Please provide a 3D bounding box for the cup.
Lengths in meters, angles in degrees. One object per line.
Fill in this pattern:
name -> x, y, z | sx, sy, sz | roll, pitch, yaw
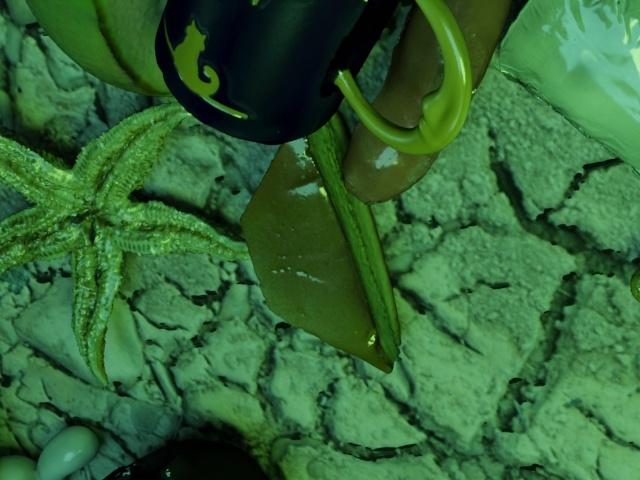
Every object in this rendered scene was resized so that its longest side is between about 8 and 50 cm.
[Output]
cup -> -0.012, -0.171, 1.266 | 0.178, 0.255, 0.256 | 0, 146, -22

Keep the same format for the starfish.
starfish -> -0.211, -0.011, 1.587 | 0.358, 0.078, 0.347 | 14, 123, 10

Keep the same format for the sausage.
sausage -> 0.097, -0.159, 1.341 | 0.087, 0.079, 0.326 | 5, 129, -19

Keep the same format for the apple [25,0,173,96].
apple -> -0.205, -0.242, 1.417 | 0.193, 0.120, 0.265 | 27, 137, 29

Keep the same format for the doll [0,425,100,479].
doll -> -0.407, 0.287, 1.810 | 0.159, 0.242, 0.311 | 54, 135, 35

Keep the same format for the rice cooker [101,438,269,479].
rice cooker -> -0.137, 0.328, 1.640 | 0.267, 0.267, 0.224 | -29, 99, 36

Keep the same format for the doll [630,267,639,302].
doll -> 0.356, 0.036, 1.313 | 0.209, 0.097, 0.137 | -30, 105, 31

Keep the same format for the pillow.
pillow -> 0.249, -0.116, 1.306 | 0.229, 0.051, 0.128 | 39, 130, 0

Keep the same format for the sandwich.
sandwich -> 0.000, 0.000, 1.473 | 0.096, 0.094, 0.258 | -4, 117, 27
